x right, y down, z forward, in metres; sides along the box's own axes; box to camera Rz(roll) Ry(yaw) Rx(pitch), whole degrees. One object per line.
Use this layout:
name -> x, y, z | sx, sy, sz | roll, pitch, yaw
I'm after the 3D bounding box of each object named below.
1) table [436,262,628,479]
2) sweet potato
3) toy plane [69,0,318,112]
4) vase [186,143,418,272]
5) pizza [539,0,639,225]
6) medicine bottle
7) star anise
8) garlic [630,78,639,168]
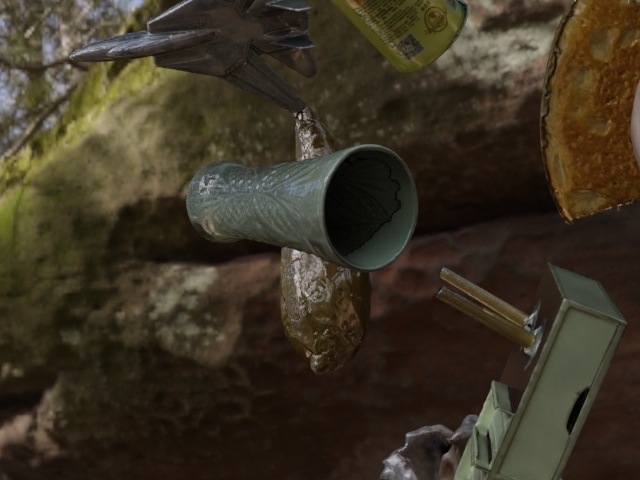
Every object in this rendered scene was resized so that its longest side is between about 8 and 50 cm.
table -> 0.099, 0.130, 0.681 | 0.111, 0.121, 0.240 | 21, -79, 4
sweet potato -> 0.002, 0.000, 1.414 | 0.130, 0.423, 0.130 | -1, -31, -1
toy plane -> -0.139, -0.227, 1.121 | 0.267, 0.088, 0.212 | -9, -62, -4
vase -> -0.027, -0.029, 0.843 | 0.096, 0.096, 0.219 | 21, -10, -36
pizza -> 0.379, -0.166, 1.229 | 0.223, 0.089, 0.324 | 8, -61, 18
medicine bottle -> 0.067, -0.325, 1.266 | 0.124, 0.124, 0.239 | -36, -64, 28
star anise -> 0.215, 0.325, 1.189 | 0.139, 0.316, 0.359 | -38, -49, -24
garlic -> 0.361, -0.044, 0.669 | 0.317, 0.259, 0.317 | 16, -29, 9
